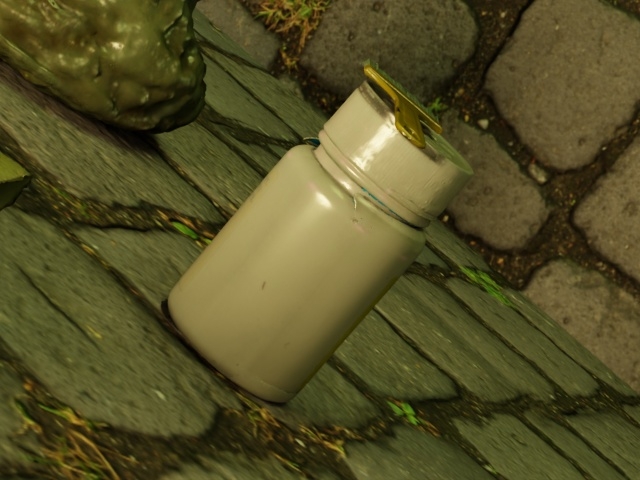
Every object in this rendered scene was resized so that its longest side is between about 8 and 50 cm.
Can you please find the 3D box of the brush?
[{"bbox_3d":[0.067,-0.102,1.401,0.083,0.011,0.205,40,11,-9],"label":"brush"}]

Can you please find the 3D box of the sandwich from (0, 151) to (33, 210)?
[{"bbox_3d":[-0.338,-0.078,1.233,0.212,0.063,0.245,36,10,7],"label":"sandwich"}]

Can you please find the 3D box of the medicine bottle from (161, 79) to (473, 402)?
[{"bbox_3d":[0.000,0.000,1.481,0.143,0.258,0.143,38,12,-9],"label":"medicine bottle"}]

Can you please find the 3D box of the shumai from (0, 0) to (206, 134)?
[{"bbox_3d":[-0.227,-0.321,1.911,0.397,0.323,0.324,32,14,-34],"label":"shumai"}]
